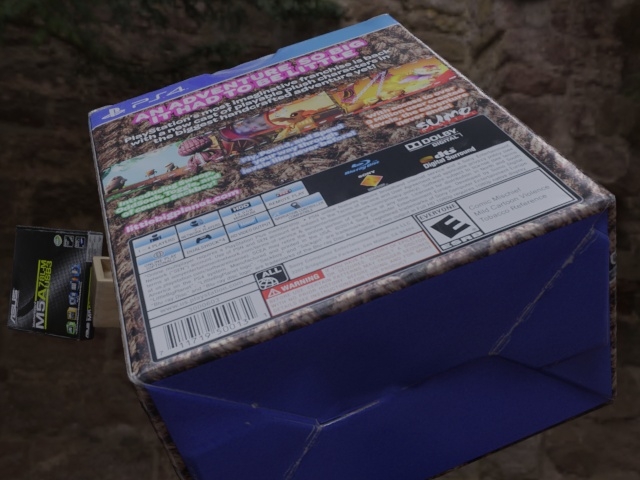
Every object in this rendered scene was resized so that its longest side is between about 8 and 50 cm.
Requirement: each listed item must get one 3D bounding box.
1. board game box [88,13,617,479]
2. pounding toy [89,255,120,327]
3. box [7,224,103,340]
[{"bbox_3d":[0.000,0.000,0.506,0.232,0.291,0.141,-20,-54,-7],"label":"board game box"},{"bbox_3d":[-0.264,0.093,1.203,0.141,0.100,0.130,4,16,-20],"label":"pounding toy"},{"bbox_3d":[-0.469,0.072,1.440,0.184,0.191,0.045,5,0,28],"label":"box"}]
